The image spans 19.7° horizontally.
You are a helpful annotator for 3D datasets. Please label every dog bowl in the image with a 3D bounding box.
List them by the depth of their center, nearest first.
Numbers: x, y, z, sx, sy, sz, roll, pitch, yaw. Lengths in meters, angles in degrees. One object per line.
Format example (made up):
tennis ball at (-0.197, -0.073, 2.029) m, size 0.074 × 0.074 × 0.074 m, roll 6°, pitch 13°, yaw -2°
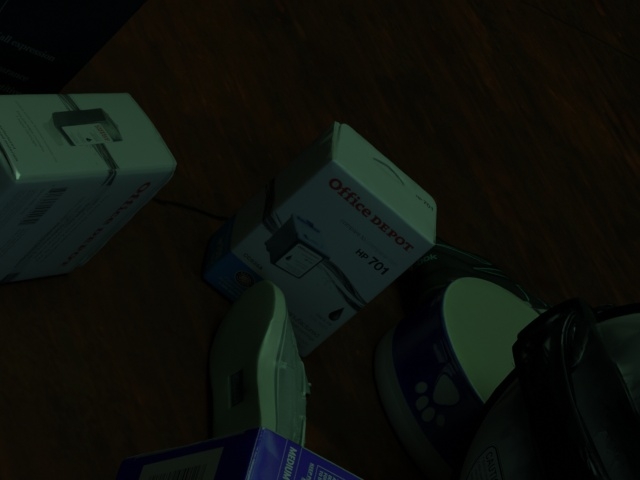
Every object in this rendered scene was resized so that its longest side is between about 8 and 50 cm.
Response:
dog bowl at (0.186, 0.172, 1.946) m, size 0.265 × 0.104 × 0.265 m, roll 36°, pitch 30°, yaw -24°

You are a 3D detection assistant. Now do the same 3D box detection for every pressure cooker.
pressure cooker at (0.320, 0.257, 1.670) m, size 0.370 × 0.375 × 0.420 m, roll 12°, pitch -23°, yaw 49°

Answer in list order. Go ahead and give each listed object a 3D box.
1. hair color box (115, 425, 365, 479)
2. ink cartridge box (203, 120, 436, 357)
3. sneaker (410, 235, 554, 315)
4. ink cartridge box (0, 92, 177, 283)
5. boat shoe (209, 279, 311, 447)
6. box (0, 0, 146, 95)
hair color box at (0.013, 0.268, 1.449) m, size 0.339 × 0.185 × 0.110 m, roll 33°, pitch 58°, yaw -30°
ink cartridge box at (0.000, 0.000, 1.797) m, size 0.139 × 0.190 × 0.082 m, roll 39°, pitch 28°, yaw -18°
sneaker at (0.209, 0.072, 2.118) m, size 0.267 × 0.101 × 0.106 m, roll 30°, pitch 30°, yaw -34°
ink cartridge box at (-0.245, -0.041, 1.521) m, size 0.092 × 0.158 × 0.218 m, roll 56°, pitch 27°, yaw 16°
boat shoe at (-0.050, 0.137, 1.685) m, size 0.081 × 0.079 × 0.227 m, roll 43°, pitch 31°, yaw -32°
box at (-0.285, -0.309, 1.552) m, size 0.293 × 0.395 × 0.212 m, roll 22°, pitch 37°, yaw -42°
